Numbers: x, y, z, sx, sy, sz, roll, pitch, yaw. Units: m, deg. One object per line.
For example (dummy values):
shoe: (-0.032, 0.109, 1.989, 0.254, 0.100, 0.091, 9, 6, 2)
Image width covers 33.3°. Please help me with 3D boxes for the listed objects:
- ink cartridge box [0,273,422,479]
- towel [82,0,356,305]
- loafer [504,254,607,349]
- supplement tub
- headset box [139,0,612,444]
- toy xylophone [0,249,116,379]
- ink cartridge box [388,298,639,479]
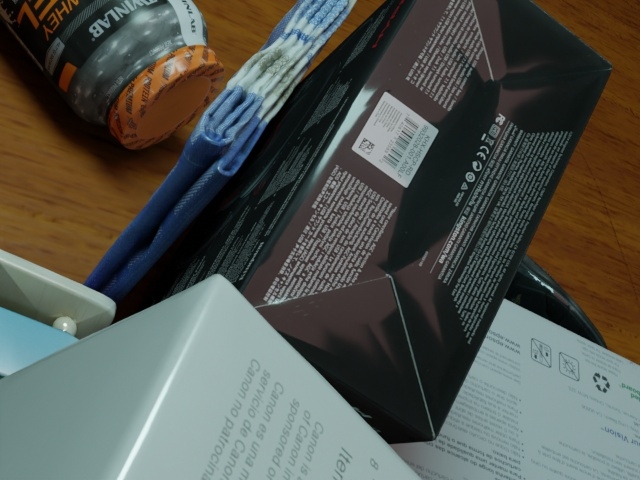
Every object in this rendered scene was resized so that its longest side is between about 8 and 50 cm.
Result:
ink cartridge box: (-0.009, 0.252, 0.393, 0.384, 0.160, 0.279, 48, 39, -22)
towel: (-0.064, -0.070, 0.688, 0.034, 0.209, 0.285, 38, 40, -9)
loafer: (0.181, 0.045, 0.913, 0.170, 0.062, 0.061, 44, 34, 0)
supplement tub: (-0.161, -0.165, 0.767, 0.190, 0.117, 0.117, 50, 39, 10)
headset box: (0.000, 0.000, 0.604, 0.110, 0.293, 0.218, 35, 67, -12)
toy xylophone: (-0.212, 0.131, 0.480, 0.236, 0.081, 0.322, 19, 44, -26)
ink cartridge box: (0.124, 0.182, 0.732, 0.324, 0.071, 0.330, 27, 45, -19)
